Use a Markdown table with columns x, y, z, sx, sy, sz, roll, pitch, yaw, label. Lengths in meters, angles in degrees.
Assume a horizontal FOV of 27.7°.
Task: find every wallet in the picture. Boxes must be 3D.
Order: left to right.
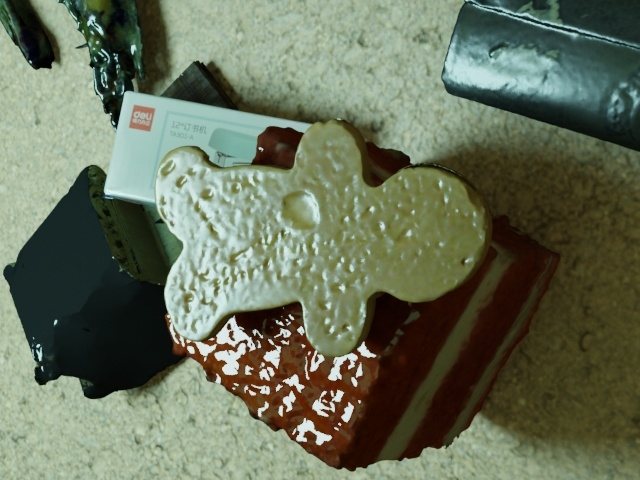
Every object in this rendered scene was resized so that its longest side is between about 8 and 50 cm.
| x | y | z | sx | sy | sz | roll | pitch | yaw | label |
| --- | --- | --- | --- | --- | --- | --- | --- | --- | --- |
| -0.127 | -0.104 | 1.629 | 0.124 | 0.042 | 0.230 | -42 | 72 | 17 | wallet |
| 0.282 | -0.196 | 1.364 | 0.321 | 0.044 | 0.170 | 22 | 108 | 29 | wallet |

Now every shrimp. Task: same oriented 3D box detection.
| x | y | z | sx | sy | sz | roll | pitch | yaw | label |
| --- | --- | --- | --- | --- | --- | --- | --- | --- | --- |
| -0.345 | -0.320 | 1.728 | 0.272 | 0.085 | 0.445 | -29 | 77 | 36 | shrimp |

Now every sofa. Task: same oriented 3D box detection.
| x | y | z | sx | sy | sz | roll | pitch | yaw | label |
| --- | --- | --- | --- | --- | --- | --- | --- | --- | --- |
| -0.266 | 0.057 | 1.691 | 0.258 | 0.182 | 0.200 | -47 | 53 | 26 | sofa |

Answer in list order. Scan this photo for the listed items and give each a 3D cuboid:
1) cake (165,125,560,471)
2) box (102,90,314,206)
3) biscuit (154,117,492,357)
| x | y | z | sx | sy | sz | roll | pitch | yaw | label |
| --- | --- | --- | --- | --- | --- | --- | --- | --- | --- |
| 0.056 | 0.053 | 1.371 | 0.269 | 0.319 | 0.270 | 36 | 107 | 27 | cake |
| -0.120 | -0.089 | 1.555 | 0.269 | 0.079 | 0.135 | 12 | 88 | 15 | box |
| 0.000 | 0.000 | 1.196 | 0.340 | 0.047 | 0.216 | -8 | 86 | 26 | biscuit |
